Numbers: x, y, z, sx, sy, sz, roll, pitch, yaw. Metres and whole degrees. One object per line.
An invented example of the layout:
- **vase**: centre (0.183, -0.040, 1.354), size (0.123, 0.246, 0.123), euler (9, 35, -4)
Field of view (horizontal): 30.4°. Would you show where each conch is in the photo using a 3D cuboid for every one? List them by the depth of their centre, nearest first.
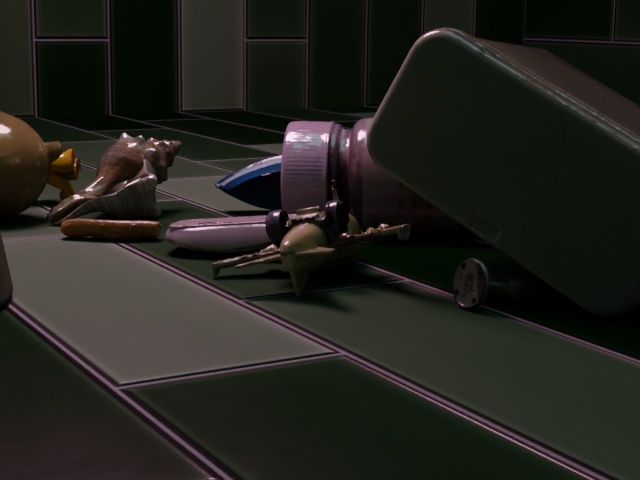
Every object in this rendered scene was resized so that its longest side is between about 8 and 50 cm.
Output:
- **conch**: centre (-0.282, -0.079, 1.761), size (0.137, 0.114, 0.234), euler (-4, 43, 29)

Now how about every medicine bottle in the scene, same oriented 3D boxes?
- **medicine bottle**: centre (0.088, -0.090, 1.656), size (0.273, 0.165, 0.165), euler (1, 11, 6)

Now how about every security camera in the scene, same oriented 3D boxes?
- **security camera**: centre (0.191, 0.050, 1.266), size (0.092, 0.058, 0.058), euler (8, 5, -35)

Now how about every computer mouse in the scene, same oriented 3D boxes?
- **computer mouse**: centre (-0.099, -0.008, 1.514), size (0.199, 0.044, 0.102), euler (-2, 8, 8)

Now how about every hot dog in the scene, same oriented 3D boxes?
- **hot dog**: centre (-0.284, -0.015, 1.592), size (0.137, 0.028, 0.044), euler (3, -15, 1)

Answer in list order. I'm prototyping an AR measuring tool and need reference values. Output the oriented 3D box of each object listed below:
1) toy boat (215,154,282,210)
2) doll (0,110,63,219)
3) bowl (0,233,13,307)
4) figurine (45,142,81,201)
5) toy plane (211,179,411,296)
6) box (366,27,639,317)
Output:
- **toy boat**: centre (-0.013, -0.085, 1.813), size (0.299, 0.096, 0.061), euler (-2, 20, -2)
- **doll**: centre (-0.503, -0.100, 1.668), size (0.177, 0.161, 0.261), euler (-18, 2, 31)
- **bowl**: centre (-0.503, -0.025, 1.218), size (0.354, 0.185, 0.354), euler (0, 11, 0)
- **figurine**: centre (-0.512, -0.118, 1.872), size (0.246, 0.131, 0.156), euler (0, -23, 3)
- **toy plane**: centre (0.000, 0.000, 1.379), size (0.242, 0.104, 0.256), euler (-12, 13, 20)
- **box**: centre (0.288, -0.093, 1.370), size (0.352, 0.177, 0.344), euler (35, 22, 20)
